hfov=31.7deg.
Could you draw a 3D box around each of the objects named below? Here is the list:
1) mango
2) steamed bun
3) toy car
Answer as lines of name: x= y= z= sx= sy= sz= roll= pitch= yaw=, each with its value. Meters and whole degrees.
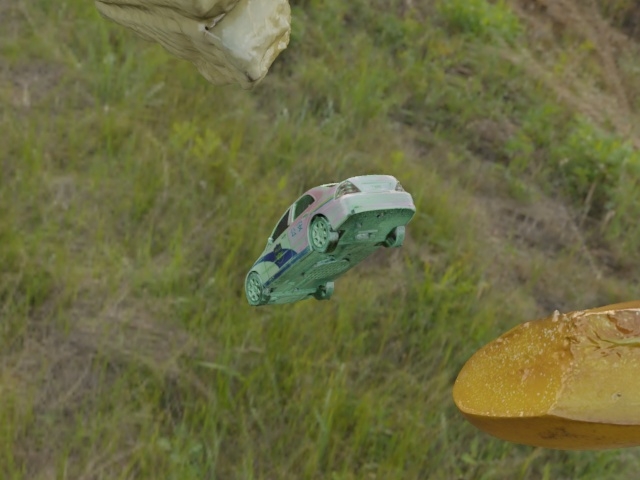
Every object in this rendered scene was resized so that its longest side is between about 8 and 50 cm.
mango: x=0.319 y=0.174 z=1.370 sx=0.199 sy=0.350 sz=0.201 roll=57 pitch=37 yaw=-17
steamed bun: x=-0.132 y=-0.239 z=0.771 sx=0.295 sy=0.292 sz=0.137 roll=34 pitch=84 yaw=18
toy car: x=0.000 y=0.000 z=1.107 sx=0.090 sy=0.224 sz=0.076 roll=-5 pitch=69 yaw=-34
